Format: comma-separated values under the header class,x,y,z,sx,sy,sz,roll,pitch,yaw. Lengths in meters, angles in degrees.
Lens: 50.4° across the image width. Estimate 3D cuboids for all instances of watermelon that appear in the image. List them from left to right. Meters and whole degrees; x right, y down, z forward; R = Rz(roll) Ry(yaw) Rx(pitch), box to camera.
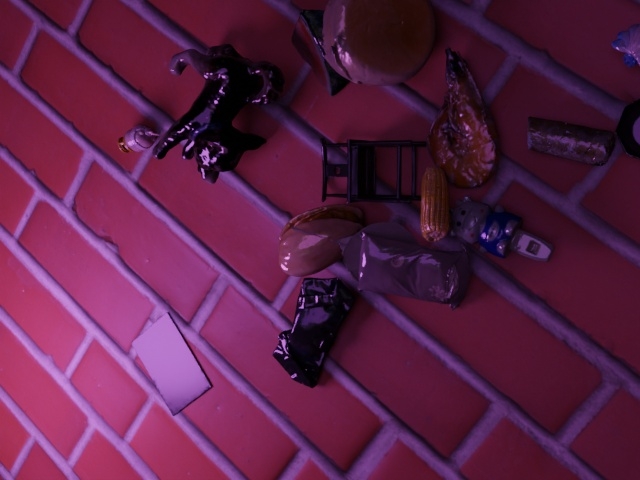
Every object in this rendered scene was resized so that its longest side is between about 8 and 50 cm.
class,x,y,z,sx,sy,sz,roll,pitch,yaw
watermelon,-0.007,-0.448,1.585,0.202,0.207,0.136,-10,61,41

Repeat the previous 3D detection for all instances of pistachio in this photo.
class,x,y,z,sx,sy,sz,roll,pitch,yaw
pistachio,0.000,0.000,1.606,0.229,0.157,0.157,-27,81,15

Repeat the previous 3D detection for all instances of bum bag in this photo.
class,x,y,z,sx,sy,sz,roll,pitch,yaw
bum bag,-0.022,0.218,1.661,0.137,0.074,0.310,27,109,10

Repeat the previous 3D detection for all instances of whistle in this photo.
class,x,y,z,sx,sy,sz,roll,pitch,yaw
whistle,0.376,-0.019,1.451,0.244,0.092,0.110,27,100,23

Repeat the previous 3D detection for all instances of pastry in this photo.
class,x,y,z,sx,sy,sz,roll,pitch,yaw
pastry,0.125,-0.461,1.479,0.264,0.133,0.265,-4,103,-17

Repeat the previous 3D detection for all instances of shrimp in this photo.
class,x,y,z,sx,sy,sz,roll,pitch,yaw
shrimp,0.299,-0.265,1.498,0.164,0.062,0.317,-16,84,33

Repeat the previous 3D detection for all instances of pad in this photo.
class,x,y,z,sx,sy,sz,roll,pitch,yaw
pad,-0.418,0.344,1.894,0.170,0.006,0.246,-40,76,23

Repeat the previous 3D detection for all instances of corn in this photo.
class,x,y,z,sx,sy,sz,roll,pitch,yaw
corn,0.248,-0.080,1.476,0.063,0.085,0.165,-3,62,13

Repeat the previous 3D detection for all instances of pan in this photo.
class,x,y,z,sx,sy,sz,roll,pitch,yaw
pan,0.685,-0.206,1.319,0.202,0.048,0.128,23,103,24

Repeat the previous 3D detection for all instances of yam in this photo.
class,x,y,z,sx,sy,sz,roll,pitch,yaw
yam,0.506,-0.204,1.390,0.179,0.078,0.078,18,100,23

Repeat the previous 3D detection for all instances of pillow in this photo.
class,x,y,z,sx,sy,sz,roll,pitch,yaw
pillow,0.202,0.073,1.509,0.254,0.059,0.169,9,119,9

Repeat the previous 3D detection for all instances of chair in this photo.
class,x,y,z,sx,sy,sz,roll,pitch,yaw
chair,0.099,-0.160,1.553,0.260,0.141,0.155,3,97,23

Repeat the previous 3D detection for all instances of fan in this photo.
class,x,y,z,sx,sy,sz,roll,pitch,yaw
fan,0.076,0.015,1.539,0.310,0.010,0.182,19,111,-16

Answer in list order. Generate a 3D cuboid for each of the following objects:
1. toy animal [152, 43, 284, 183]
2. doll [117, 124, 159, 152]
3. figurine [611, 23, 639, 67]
class,x,y,z,sx,sy,sz,roll,pitch,yaw
toy animal,-0.238,-0.304,1.677,0.302,0.194,0.344,22,107,29
doll,-0.495,-0.289,1.870,0.127,0.073,0.084,-16,54,27
figurine,0.638,-0.385,1.328,0.114,0.079,0.114,-3,59,6
